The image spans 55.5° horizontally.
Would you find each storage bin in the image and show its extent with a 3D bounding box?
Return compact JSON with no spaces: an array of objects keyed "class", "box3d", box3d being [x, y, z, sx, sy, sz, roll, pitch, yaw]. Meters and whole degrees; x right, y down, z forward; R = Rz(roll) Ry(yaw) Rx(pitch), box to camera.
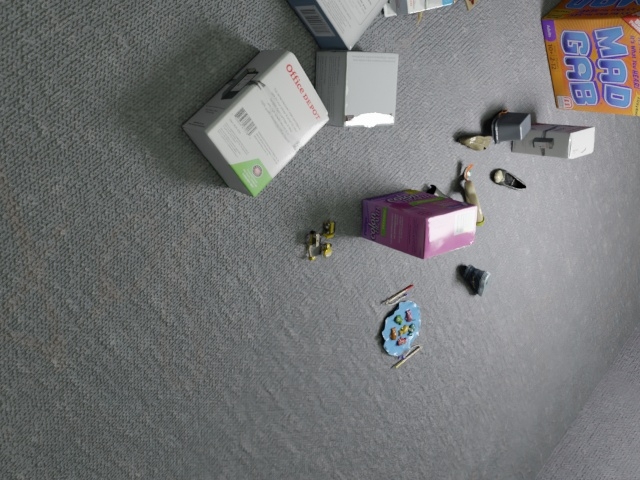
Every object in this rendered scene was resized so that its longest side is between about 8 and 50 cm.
[{"class":"storage bin","box3d":[0.627,-0.378,1.984,0.135,0.091,0.098,-44,129,-44]}]

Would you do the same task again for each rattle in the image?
[{"class":"rattle","box3d":[0.450,-0.135,1.977,0.130,0.143,0.199,-46,119,-62]}]

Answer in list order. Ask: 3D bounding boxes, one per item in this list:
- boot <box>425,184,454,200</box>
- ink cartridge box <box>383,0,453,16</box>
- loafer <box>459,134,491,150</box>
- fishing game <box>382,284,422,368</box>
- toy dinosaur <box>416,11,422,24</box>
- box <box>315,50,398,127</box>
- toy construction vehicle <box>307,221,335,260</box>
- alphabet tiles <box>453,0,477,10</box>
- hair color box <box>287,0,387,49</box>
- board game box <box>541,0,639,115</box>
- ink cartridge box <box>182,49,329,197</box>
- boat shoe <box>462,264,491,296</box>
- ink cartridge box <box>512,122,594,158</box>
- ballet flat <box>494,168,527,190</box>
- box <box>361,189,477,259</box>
[{"class":"boot","box3d":[0.345,-0.063,1.894,0.137,0.077,0.197,34,73,-33]},{"class":"ink cartridge box","box3d":[0.251,-0.651,1.586,0.180,0.060,0.104,-20,113,-19]},{"class":"loafer","box3d":[0.498,-0.311,1.942,0.148,0.056,0.050,-9,104,-38]},{"class":"fishing game","box3d":[0.269,0.284,1.952,0.189,0.041,0.264,-26,119,-35]},{"class":"toy dinosaur","box3d":[0.291,-0.678,1.662,0.093,0.053,0.183,-1,106,-26]},{"class":"box","box3d":[0.090,-0.381,1.527,0.181,0.119,0.181,-11,111,-38]},{"class":"toy construction vehicle","box3d":[0.000,0.000,1.637,0.086,0.035,0.098,-19,119,-47]},{"class":"alphabet tiles","box3d":[0.426,-0.836,1.708,0.342,0.011,0.285,-53,131,-26]},{"class":"hair color box","box3d":[0.092,-0.656,1.444,0.374,0.114,0.185,-54,131,-12]},{"class":"board game box","box3d":[1.036,-0.681,2.078,0.356,0.357,0.356,-42,127,-22]},{"class":"ink cartridge box","box3d":[-0.139,-0.267,1.371,0.273,0.115,0.198,-49,130,-17]},{"class":"boat shoe","box3d":[0.548,0.135,2.131,0.065,0.083,0.183,-54,158,-13]},{"class":"ink cartridge box","box3d":[0.794,-0.342,2.075,0.159,0.218,0.092,-18,115,-36]},{"class":"ballet flat","box3d":[0.661,-0.212,2.118,0.173,0.049,0.057,9,97,-42]},{"class":"box","box3d":[0.274,-0.053,1.708,0.214,0.243,0.117,-14,112,-36]}]
